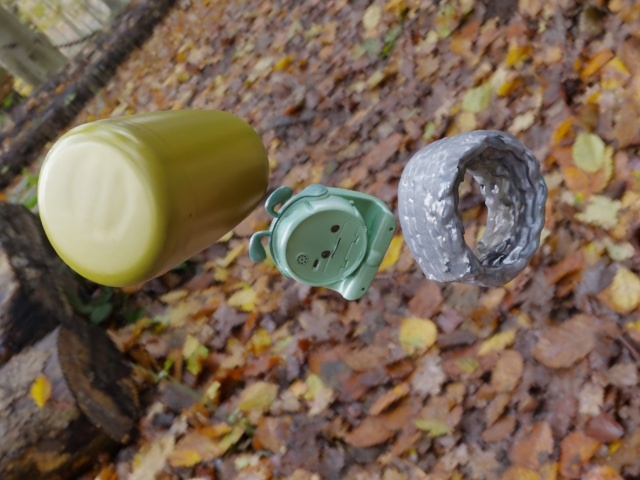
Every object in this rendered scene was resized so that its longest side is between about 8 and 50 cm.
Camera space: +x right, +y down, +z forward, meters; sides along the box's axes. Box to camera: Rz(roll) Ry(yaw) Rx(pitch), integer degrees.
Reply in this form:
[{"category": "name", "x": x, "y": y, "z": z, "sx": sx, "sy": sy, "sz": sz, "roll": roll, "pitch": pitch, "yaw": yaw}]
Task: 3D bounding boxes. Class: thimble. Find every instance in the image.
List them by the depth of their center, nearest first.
[{"category": "thimble", "x": 0.230, "y": -0.047, "z": 1.354, "sx": 0.172, "sy": 0.205, "sz": 0.236, "roll": -177, "pitch": 101, "yaw": -72}]

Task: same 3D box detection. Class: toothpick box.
[{"category": "toothpick box", "x": -0.171, "y": -0.064, "z": 1.021, "sx": 0.175, "sy": 0.175, "sz": 0.271, "roll": -37, "pitch": -2, "yaw": 28}]

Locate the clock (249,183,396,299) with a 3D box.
[{"category": "clock", "x": 0.000, "y": -0.001, "z": 1.237, "sx": 0.148, "sy": 0.188, "sz": 0.060, "roll": -68, "pitch": 25, "yaw": 21}]
